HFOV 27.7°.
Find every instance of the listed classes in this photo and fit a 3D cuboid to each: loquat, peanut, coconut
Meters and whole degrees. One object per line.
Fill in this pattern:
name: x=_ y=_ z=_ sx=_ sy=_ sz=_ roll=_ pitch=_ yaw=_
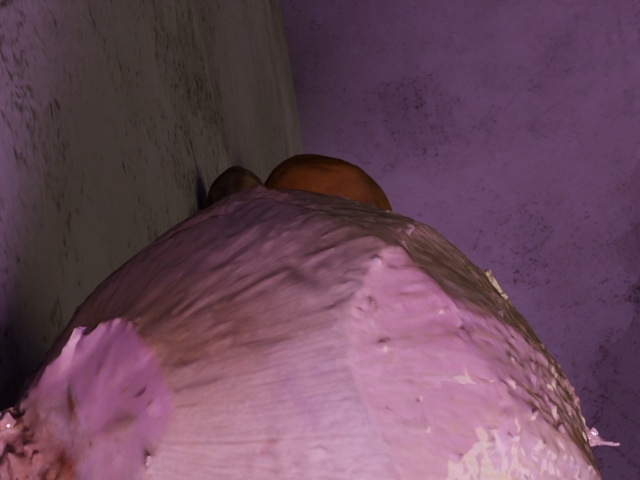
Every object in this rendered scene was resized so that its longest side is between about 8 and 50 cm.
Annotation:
loquat: x=0.000 y=0.000 z=1.710 sx=0.238 sy=0.193 sz=0.238 roll=170 pitch=-90 yaw=-71
peanut: x=-0.079 y=0.006 z=1.324 sx=0.228 sy=0.086 sz=0.104 roll=-95 pitch=172 yaw=-58
coconut: x=-0.017 y=0.122 z=0.622 sx=0.254 sy=0.297 sz=0.297 roll=37 pitch=36 yaw=-41
